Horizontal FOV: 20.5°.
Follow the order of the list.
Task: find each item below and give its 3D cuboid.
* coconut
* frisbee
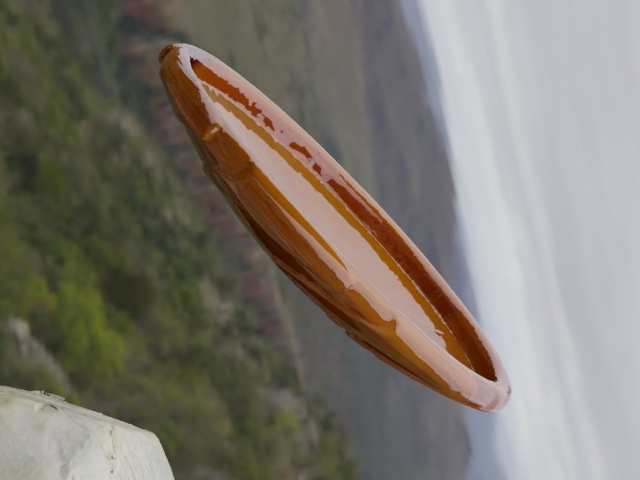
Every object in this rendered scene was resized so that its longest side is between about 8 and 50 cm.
[{"bbox_3d":[-0.224,0.228,1.300,0.227,0.227,0.230,49,60,-80],"label":"coconut"},{"bbox_3d":[0.000,0.000,0.693,0.192,0.035,0.192,46,9,-9],"label":"frisbee"}]
